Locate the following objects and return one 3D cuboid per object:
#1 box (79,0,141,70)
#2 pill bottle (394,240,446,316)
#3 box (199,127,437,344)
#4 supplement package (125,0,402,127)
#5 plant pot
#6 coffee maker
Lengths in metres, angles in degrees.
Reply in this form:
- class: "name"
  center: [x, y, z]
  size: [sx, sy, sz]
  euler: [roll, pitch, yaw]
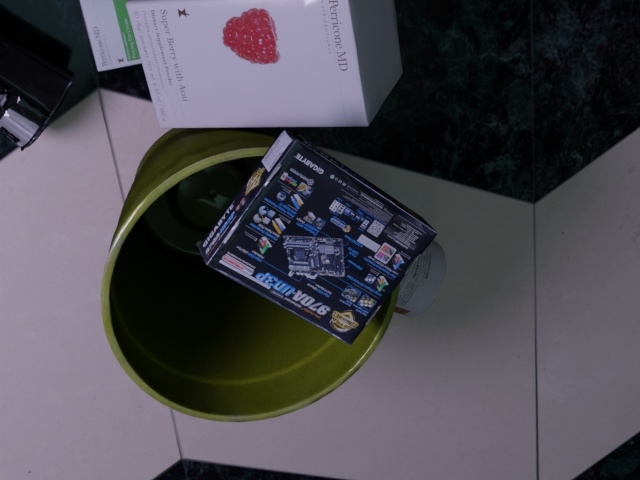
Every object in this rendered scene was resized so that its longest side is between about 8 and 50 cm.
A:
- class: "box"
  center: [-0.268, -0.292, 1.245]
  size: [0.087, 0.102, 0.101]
  euler: [-13, 118, -8]
- class: "pill bottle"
  center: [0.070, 0.027, 1.475]
  size: [0.229, 0.131, 0.131]
  euler: [21, 106, -24]
- class: "box"
  center: [0.000, 0.000, 1.086]
  size: [0.220, 0.051, 0.175]
  euler: [31, 102, -26]
- class: "supplement package"
  center: [-0.064, -0.258, 1.200]
  size: [0.293, 0.175, 0.178]
  euler: [2, 123, 21]
- class: "plant pot"
  center: [-0.124, -0.006, 1.277]
  size: [0.366, 0.353, 0.367]
  euler: [-7, 115, -14]
- class: "coffee maker"
  center: [-0.414, -0.232, 1.219]
  size: [0.178, 0.120, 0.171]
  euler: [32, 101, -27]
